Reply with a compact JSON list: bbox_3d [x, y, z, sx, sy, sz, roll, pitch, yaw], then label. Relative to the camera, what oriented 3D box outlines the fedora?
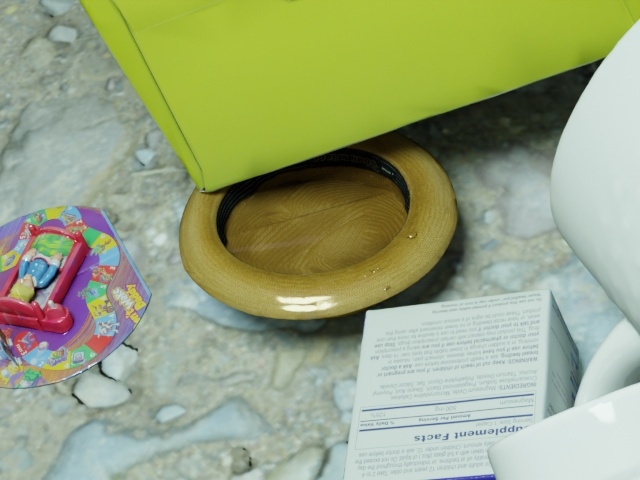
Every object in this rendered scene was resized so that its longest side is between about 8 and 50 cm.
[{"bbox_3d":[0.000,0.000,1.152,0.194,0.079,0.194,-4,49,5],"label":"fedora"}]

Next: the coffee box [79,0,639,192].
[{"bbox_3d":[0.002,-0.297,1.112,0.337,0.338,0.334,-18,38,16],"label":"coffee box"}]

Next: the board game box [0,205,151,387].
[{"bbox_3d":[-0.206,0.029,1.213,0.133,0.033,0.169,-27,50,-8],"label":"board game box"}]

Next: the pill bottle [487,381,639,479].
[{"bbox_3d":[0.197,0.210,0.802,0.161,0.161,0.283,-20,78,-2],"label":"pill bottle"}]

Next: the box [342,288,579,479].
[{"bbox_3d":[0.091,0.110,1.031,0.126,0.072,0.137,-8,49,22],"label":"box"}]

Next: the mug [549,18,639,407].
[{"bbox_3d":[0.300,0.053,0.934,0.374,0.276,0.328,-47,53,15],"label":"mug"}]
